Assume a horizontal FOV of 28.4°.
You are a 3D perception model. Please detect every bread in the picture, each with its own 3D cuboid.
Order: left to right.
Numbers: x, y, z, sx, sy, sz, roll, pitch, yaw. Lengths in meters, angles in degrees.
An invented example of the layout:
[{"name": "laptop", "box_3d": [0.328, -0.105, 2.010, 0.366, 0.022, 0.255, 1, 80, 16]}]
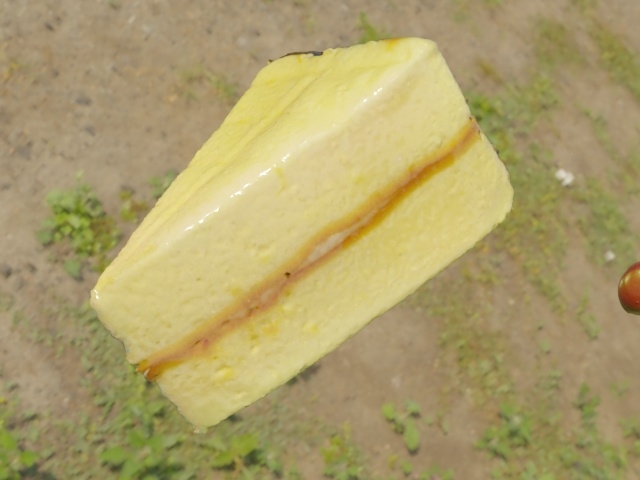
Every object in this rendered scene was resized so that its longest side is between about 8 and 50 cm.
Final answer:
[{"name": "bread", "box_3d": [-0.003, 0.003, 0.883, 0.168, 0.163, 0.264, 54, 54, -31]}]

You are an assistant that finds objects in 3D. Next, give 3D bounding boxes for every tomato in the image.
[{"name": "tomato", "box_3d": [0.428, 0.061, 1.640, 0.087, 0.087, 0.075, 9, 78, -42]}]
